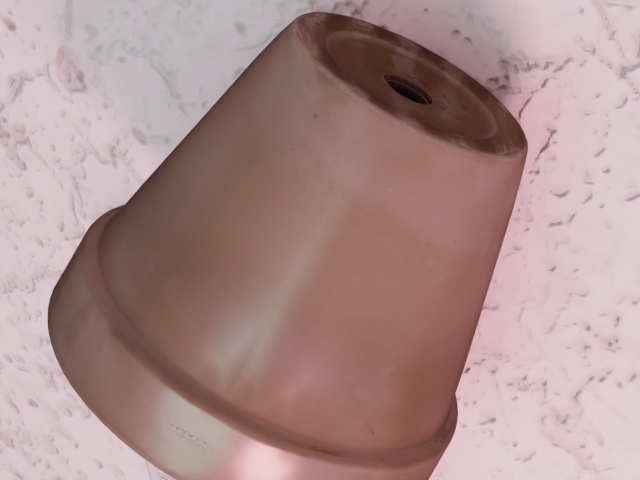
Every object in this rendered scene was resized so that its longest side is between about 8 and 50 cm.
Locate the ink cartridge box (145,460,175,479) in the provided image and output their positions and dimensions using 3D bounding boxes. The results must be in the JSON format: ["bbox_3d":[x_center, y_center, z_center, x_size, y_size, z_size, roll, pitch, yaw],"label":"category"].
[{"bbox_3d":[-0.045,0.200,1.343,0.261,0.066,0.296,23,143,24],"label":"ink cartridge box"}]

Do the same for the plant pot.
[{"bbox_3d":[0.000,0.000,1.108,0.323,0.323,0.280,35,115,13],"label":"plant pot"}]
